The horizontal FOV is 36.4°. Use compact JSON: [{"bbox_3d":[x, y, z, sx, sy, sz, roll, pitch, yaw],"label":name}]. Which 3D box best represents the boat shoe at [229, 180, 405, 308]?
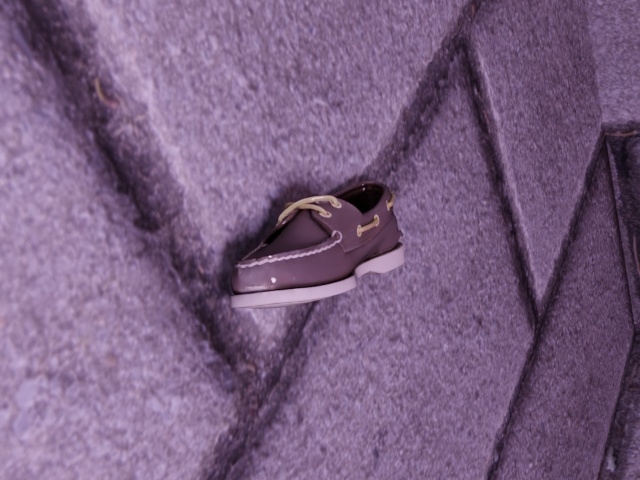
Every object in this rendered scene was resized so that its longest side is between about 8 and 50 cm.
[{"bbox_3d":[0.000,0.000,0.988,0.324,0.117,0.096,-19,104,-63],"label":"boat shoe"}]
